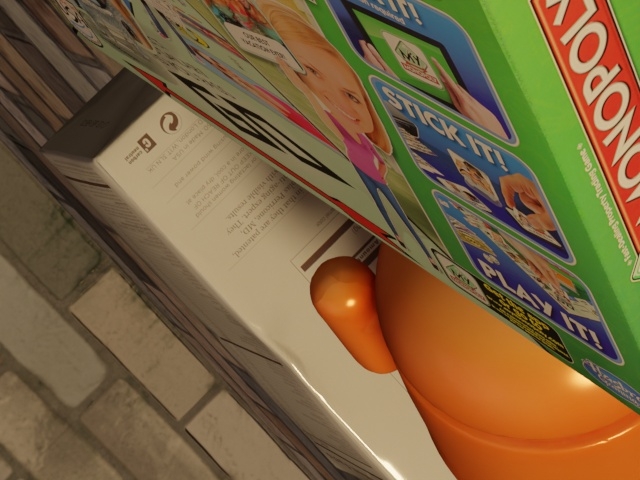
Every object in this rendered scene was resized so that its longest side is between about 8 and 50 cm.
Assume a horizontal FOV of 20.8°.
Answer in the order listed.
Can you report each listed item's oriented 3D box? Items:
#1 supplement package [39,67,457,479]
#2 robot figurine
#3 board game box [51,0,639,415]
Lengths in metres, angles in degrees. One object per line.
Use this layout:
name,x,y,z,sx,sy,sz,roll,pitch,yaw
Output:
supplement package,0.000,0.000,0.871,0.244,0.134,0.139,48,169,-18
robot figurine,0.094,0.035,0.685,0.158,0.128,0.219,42,170,27
board game box,-0.023,-0.086,0.511,0.317,0.046,0.213,35,166,40
